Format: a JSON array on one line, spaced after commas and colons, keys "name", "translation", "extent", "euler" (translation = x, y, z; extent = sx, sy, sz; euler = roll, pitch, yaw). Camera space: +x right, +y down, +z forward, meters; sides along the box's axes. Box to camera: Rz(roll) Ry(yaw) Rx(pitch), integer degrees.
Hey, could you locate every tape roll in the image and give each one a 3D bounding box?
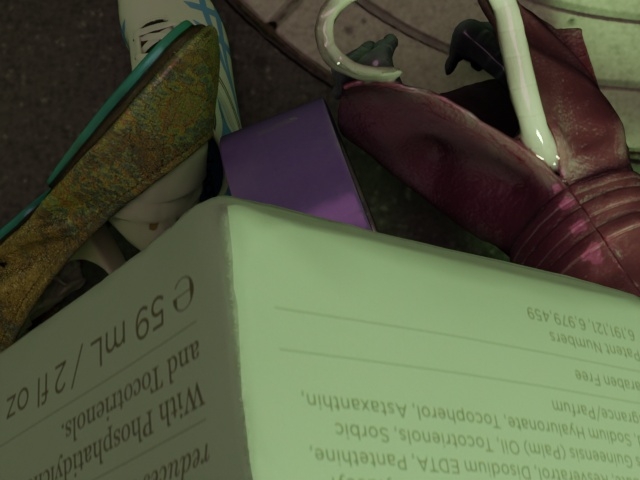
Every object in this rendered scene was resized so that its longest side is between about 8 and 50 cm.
[{"name": "tape roll", "translation": [0.000, 0.000, 0.926], "extent": [0.080, 0.189, 0.189], "euler": [-20, 81, 3]}]

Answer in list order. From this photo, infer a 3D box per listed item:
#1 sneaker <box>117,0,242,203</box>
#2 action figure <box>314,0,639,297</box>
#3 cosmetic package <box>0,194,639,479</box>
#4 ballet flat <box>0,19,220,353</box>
[{"name": "sneaker", "translation": [-0.108, -0.114, 1.006], "extent": [0.085, 0.086, 0.237], "euler": [-15, 80, 5]}, {"name": "action figure", "translation": [0.186, -0.018, 0.882], "extent": [0.248, 0.276, 0.370], "euler": [-31, 67, -5]}, {"name": "cosmetic package", "translation": [0.001, 0.240, 0.712], "extent": [0.329, 0.327, 0.394], "euler": [-33, 56, 42]}, {"name": "ballet flat", "translation": [-0.157, -0.011, 0.935], "extent": [0.348, 0.123, 0.123], "euler": [-41, 79, 29]}]
